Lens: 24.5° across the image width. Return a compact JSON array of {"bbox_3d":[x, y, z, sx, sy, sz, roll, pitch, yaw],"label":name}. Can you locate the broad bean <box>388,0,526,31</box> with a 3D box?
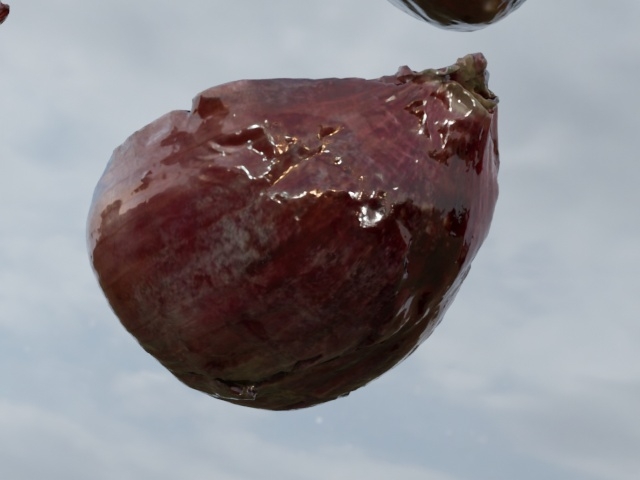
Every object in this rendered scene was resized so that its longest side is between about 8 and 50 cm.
[{"bbox_3d":[0.084,-0.241,1.143,0.156,0.122,0.228,39,2,-44],"label":"broad bean"}]

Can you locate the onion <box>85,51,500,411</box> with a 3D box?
[{"bbox_3d":[0.000,0.000,0.873,0.227,0.120,0.283,31,-59,-32],"label":"onion"}]

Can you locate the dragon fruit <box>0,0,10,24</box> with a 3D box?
[{"bbox_3d":[-0.204,-0.155,0.767,0.112,0.068,0.126,36,-18,5],"label":"dragon fruit"}]
